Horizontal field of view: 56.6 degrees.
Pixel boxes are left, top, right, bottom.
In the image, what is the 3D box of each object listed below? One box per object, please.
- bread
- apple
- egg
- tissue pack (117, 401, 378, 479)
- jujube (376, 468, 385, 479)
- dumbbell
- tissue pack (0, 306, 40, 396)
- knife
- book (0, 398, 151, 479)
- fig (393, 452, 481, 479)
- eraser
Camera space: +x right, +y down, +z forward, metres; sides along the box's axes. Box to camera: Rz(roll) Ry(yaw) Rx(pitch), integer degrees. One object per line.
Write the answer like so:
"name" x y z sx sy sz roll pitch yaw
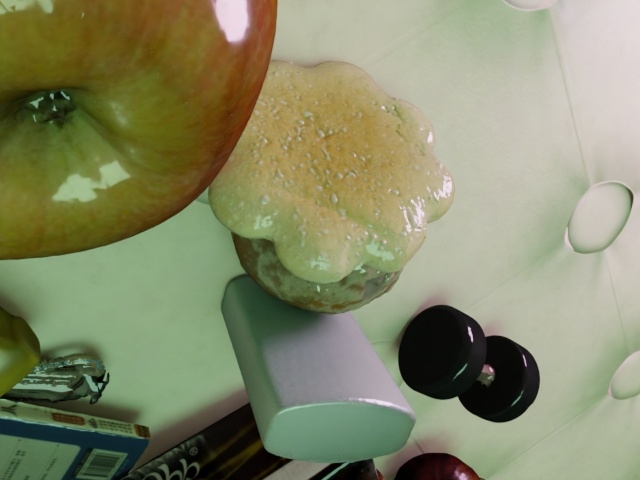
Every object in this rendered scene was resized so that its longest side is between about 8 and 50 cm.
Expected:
"bread" 0.013 -0.096 0.691 0.316 0.316 0.054 -3 155 -21
"apple" -0.216 -0.174 0.451 0.391 0.346 0.391 -12 146 -8
"egg" 0.000 0.000 0.776 0.233 0.195 0.195 18 109 -17
"tissue pack" -0.097 0.390 0.919 0.370 0.198 0.210 -27 131 -14
"jujube" 0.029 0.510 1.092 0.168 0.168 0.236 18 112 -30
"dumbbell" 0.257 0.216 1.025 0.218 0.152 0.152 29 103 -32
"tissue pack" -0.423 0.104 0.679 0.127 0.123 0.178 -34 110 -14
"knife" -0.464 0.168 0.762 0.365 0.043 0.089 9 113 -25
"book" -0.496 0.325 0.814 0.428 0.039 0.300 24 114 -32
"fig" 0.220 0.537 1.190 0.186 0.204 0.249 15 152 4
"eraser" -0.016 0.153 0.793 0.189 0.290 0.104 13 112 -25
